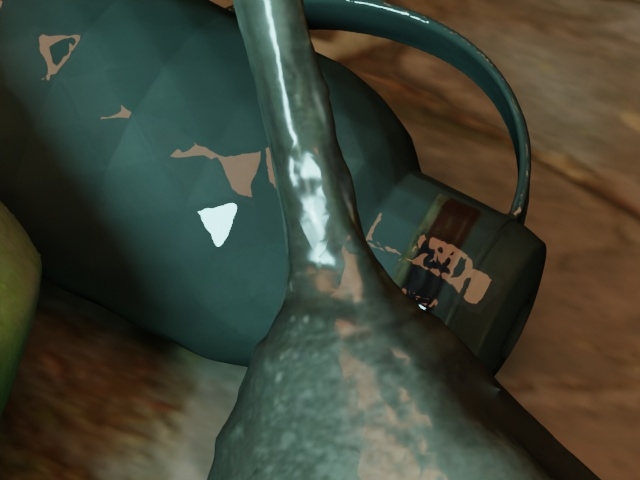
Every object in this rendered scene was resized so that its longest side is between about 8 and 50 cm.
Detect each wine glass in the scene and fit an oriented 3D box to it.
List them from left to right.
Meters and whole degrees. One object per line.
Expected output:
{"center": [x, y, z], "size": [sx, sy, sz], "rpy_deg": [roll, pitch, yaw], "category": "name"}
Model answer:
{"center": [0.000, 0.000, 0.629], "size": [0.267, 0.267, 0.406], "rpy_deg": [-15, 96, -9], "category": "wine glass"}

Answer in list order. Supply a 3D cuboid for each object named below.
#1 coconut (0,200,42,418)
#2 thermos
{"center": [-0.257, 0.051, 0.711], "size": [0.328, 0.281, 0.328], "rpy_deg": [17, 64, -38], "category": "coconut"}
{"center": [-0.036, -0.036, 0.832], "size": [0.286, 0.145, 0.182], "rpy_deg": [24, 71, 13], "category": "thermos"}
